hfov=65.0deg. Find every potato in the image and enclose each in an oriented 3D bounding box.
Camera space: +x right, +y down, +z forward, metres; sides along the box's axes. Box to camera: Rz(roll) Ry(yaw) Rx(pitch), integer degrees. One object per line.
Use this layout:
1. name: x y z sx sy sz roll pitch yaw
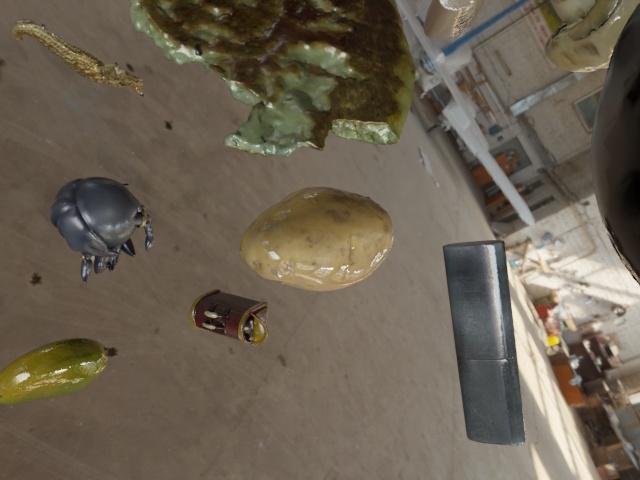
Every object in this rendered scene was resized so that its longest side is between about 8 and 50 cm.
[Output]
1. potato: 0.003 0.003 0.694 0.161 0.128 0.235 33 37 15

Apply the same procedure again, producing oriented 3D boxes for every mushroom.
1. mushroom: 0.347 -0.279 0.630 0.123 0.154 0.154 37 26 -5

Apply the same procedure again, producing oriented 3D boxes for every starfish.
1. starfish: -0.648 -0.494 1.378 0.324 0.082 0.432 23 9 -20

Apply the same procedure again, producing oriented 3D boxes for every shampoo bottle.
1. shampoo bottle: 0.269 -0.462 1.015 0.078 0.127 0.257 60 13 -3

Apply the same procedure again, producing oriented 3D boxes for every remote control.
1. remote control: 0.297 0.187 0.906 0.044 0.107 0.377 -26 108 -59

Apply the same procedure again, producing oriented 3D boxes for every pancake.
1. pancake: -0.067 -0.247 0.479 0.427 0.067 0.305 46 61 6

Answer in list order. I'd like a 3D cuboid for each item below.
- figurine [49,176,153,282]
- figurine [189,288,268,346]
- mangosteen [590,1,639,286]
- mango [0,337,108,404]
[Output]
1. figurine: -0.477 -0.033 1.098 0.175 0.197 0.265 52 -8 6
2. figurine: -0.159 0.139 0.885 0.098 0.155 0.082 15 86 -63
3. mangosteen: 0.381 -0.082 0.274 0.383 0.435 0.381 6 59 -11
4. mango: -0.482 0.237 0.912 0.191 0.122 0.085 -12 60 -51
